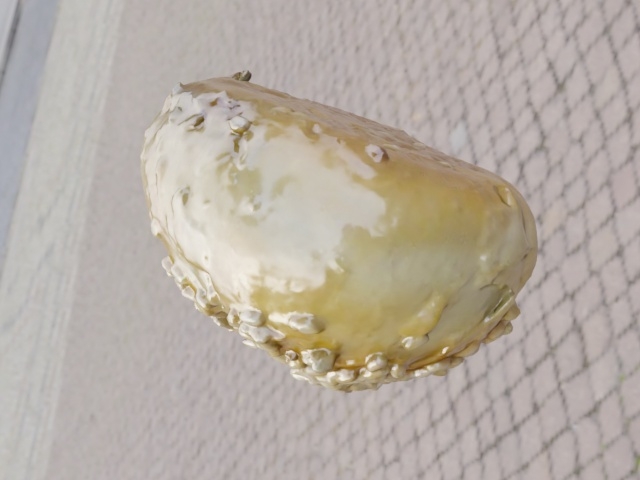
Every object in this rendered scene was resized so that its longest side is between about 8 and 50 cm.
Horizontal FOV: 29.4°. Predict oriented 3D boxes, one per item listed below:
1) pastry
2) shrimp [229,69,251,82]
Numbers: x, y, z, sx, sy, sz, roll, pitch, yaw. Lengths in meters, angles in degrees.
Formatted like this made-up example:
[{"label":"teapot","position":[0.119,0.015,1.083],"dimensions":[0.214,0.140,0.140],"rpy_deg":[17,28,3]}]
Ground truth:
[{"label":"pastry","position":[0.000,0.000,0.894],"dimensions":[0.316,0.284,0.184],"rpy_deg":[33,106,55]},{"label":"shrimp","position":[-0.099,-0.131,1.145],"dimensions":[0.127,0.025,0.091],"rpy_deg":[-50,-1,-35]}]
